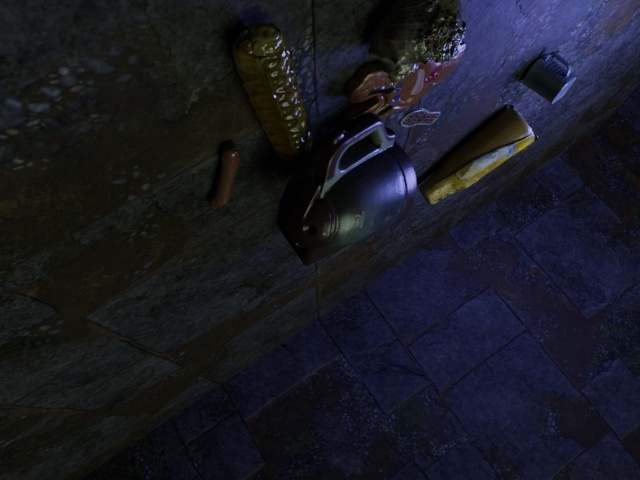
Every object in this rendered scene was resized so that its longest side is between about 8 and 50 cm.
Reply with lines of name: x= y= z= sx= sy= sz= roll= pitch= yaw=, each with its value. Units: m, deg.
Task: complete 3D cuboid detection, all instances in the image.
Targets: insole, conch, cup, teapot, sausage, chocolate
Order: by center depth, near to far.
conch: x=0.186 y=-0.403 z=0.870 sx=0.178 sy=0.162 sz=0.245 roll=-65 pitch=172 yaw=-52
sausage: x=-0.193 y=-0.125 z=0.971 sx=0.043 sy=0.043 sz=0.186 roll=-24 pitch=159 yaw=-33
teapot: x=0.054 y=-0.125 z=1.039 sx=0.312 sy=0.233 sz=0.315 roll=-32 pitch=149 yaw=-46
insole: x=0.284 y=-0.344 z=1.353 sx=0.193 sy=0.006 sz=0.065 roll=-15 pitch=153 yaw=-48
cup: x=0.736 y=-0.528 z=1.534 sx=0.095 sy=0.129 sz=0.128 roll=-35 pitch=160 yaw=-27
chocolate: x=0.569 y=-0.289 z=1.774 sx=0.445 sy=0.162 sz=0.162 roll=-38 pitch=162 yaw=12

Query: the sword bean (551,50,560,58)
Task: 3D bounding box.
sword bean: x=0.766 y=-0.596 z=1.600 sx=0.012 sy=0.012 sz=0.083 roll=-23 pitch=159 yaw=-34

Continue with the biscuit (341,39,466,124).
biscuit: x=0.192 y=-0.359 z=1.080 sx=0.333 sy=0.047 sz=0.202 roll=-31 pitch=162 yaw=-16

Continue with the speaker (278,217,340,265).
speaker: x=0.019 y=-0.065 z=1.330 sx=0.230 sy=0.153 sz=0.193 roll=-27 pitch=161 yaw=-25

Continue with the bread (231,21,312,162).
bread: x=-0.073 y=-0.238 z=0.844 sx=0.084 sy=0.077 sz=0.367 roll=-36 pitch=163 yaw=-4
